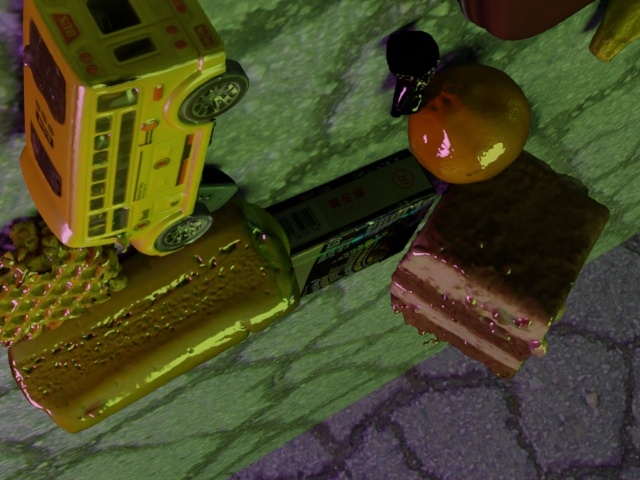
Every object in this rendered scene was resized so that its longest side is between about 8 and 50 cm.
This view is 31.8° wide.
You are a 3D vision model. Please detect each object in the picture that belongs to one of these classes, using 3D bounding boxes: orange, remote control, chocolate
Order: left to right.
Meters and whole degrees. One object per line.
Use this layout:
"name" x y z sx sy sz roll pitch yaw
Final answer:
"remote control" -0.181 -0.050 1.244 0.222 0.042 0.072 -7 151 -50
"chocolate" 0.103 -0.196 1.311 0.072 0.070 0.147 -39 174 -8
"orange" 0.182 -0.149 1.408 0.159 0.159 0.136 -36 133 15
"chocolate" 0.416 -0.307 1.471 0.086 0.085 0.219 -23 161 -25

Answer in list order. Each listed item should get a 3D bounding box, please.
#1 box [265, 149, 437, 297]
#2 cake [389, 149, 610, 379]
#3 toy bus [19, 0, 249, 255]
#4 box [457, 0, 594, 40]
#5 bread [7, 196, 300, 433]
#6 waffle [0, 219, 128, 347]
"box" 0.000 0.000 1.615 0.310 0.084 0.198 -24 161 -22
"cake" 0.274 0.023 1.721 0.282 0.256 0.290 -57 176 -24
"toy bus" -0.172 -0.097 0.959 0.152 0.144 0.330 -23 160 -24
"box" 0.309 -0.352 1.115 0.404 0.108 0.263 -32 163 1
"bread" -0.206 0.093 1.416 0.383 0.166 0.112 -30 -173 0
"waffle" -0.315 0.043 1.239 0.193 0.070 0.197 -32 160 3
